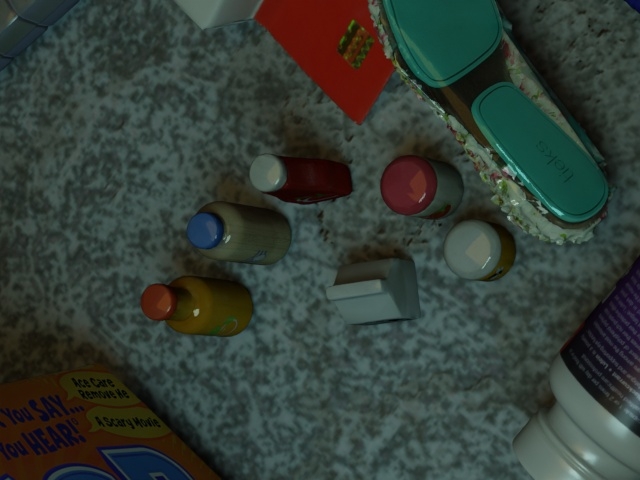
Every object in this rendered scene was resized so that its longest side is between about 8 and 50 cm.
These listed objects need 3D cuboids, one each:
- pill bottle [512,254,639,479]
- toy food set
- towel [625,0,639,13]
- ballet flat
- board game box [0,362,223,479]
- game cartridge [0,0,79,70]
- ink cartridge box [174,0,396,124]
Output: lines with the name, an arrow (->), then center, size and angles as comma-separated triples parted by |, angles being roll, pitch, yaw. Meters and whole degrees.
pill bottle -> 0.205, 0.074, 1.113 | 0.108, 0.108, 0.193 | 44, 104, 21
toy food set -> 0.000, 0.000, 1.216 | 0.232, 0.104, 0.111 | -8, 83, 25
towel -> 0.240, -0.243, 1.142 | 0.308, 0.076, 0.227 | 42, 101, 20
ballet flat -> 0.093, -0.096, 1.170 | 0.091, 0.077, 0.241 | -31, 89, -18
board game box -> -0.191, 0.336, 1.120 | 0.356, 0.356, 0.356 | 42, 104, 12
game cartridge -> -0.345, -0.257, 1.424 | 0.230, 0.068, 0.355 | -36, 72, 15
ink cartridge box -> -0.009, -0.244, 1.211 | 0.239, 0.060, 0.275 | 48, 128, 21
